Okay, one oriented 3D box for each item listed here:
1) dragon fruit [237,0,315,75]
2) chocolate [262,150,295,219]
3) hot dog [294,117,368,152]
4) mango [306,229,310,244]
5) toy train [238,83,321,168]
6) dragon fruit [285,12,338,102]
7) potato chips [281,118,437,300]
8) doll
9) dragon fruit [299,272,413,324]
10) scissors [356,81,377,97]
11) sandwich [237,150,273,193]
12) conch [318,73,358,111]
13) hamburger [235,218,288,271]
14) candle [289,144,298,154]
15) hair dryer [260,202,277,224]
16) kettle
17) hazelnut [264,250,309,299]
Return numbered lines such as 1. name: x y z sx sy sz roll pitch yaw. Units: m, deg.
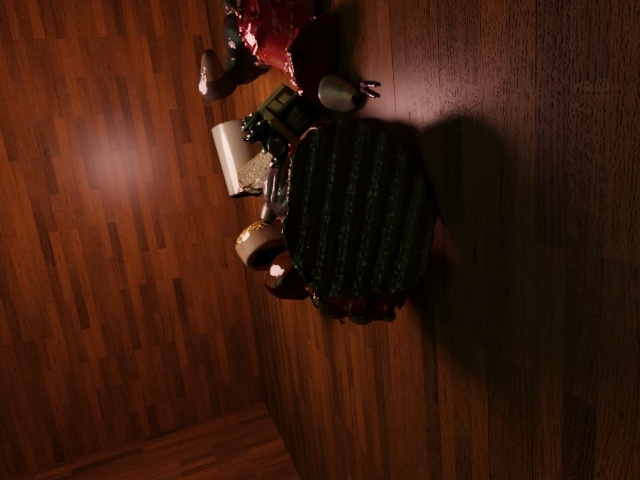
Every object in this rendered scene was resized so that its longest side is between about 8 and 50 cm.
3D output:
1. dragon fruit: -0.161 -0.756 1.537 0.387 0.248 0.371 102 156 -43
2. chocolate: -0.103 -0.183 1.658 0.303 0.212 0.304 177 90 -71
3. hot dog: 0.055 -0.221 1.267 0.405 0.185 0.223 -137 39 -58
4. mango: -0.074 -0.049 1.849 0.130 0.091 0.195 99 160 -60
5. toy train: -0.147 -0.413 1.592 0.160 0.253 0.397 42 -173 -27
6. dragon fruit: -0.024 -0.558 1.404 0.189 0.162 0.262 -78 -10 -60
7. potato chips: 0.088 -0.072 1.054 0.070 0.358 0.430 20 -103 -79
8. doll: -0.342 -0.779 1.896 0.382 0.252 0.379 101 -168 -61
9. dragon fruit: 0.097 0.101 1.200 0.291 0.250 0.269 37 102 26
10. scissors: 0.123 -0.411 1.229 0.113 0.012 0.039 -133 37 -57
11. sandwich: -0.240 -0.271 2.030 0.099 0.254 0.289 36 -160 -50
12. conch: 0.062 -0.429 1.334 0.176 0.094 0.105 25 113 35
13. hamburger: -0.277 0.014 2.202 0.179 0.275 0.294 56 147 27
14. candle: -0.114 -0.372 1.869 0.052 0.051 0.131 -125 31 -50
15. hair dryer: -0.164 -0.181 2.049 0.224 0.088 0.219 -4 72 31
16. kettle: -0.408 -0.426 2.450 0.361 0.249 0.377 -60 -43 -88
17. hazelnut: -0.119 0.155 1.954 0.229 0.229 0.230 169 90 -71
